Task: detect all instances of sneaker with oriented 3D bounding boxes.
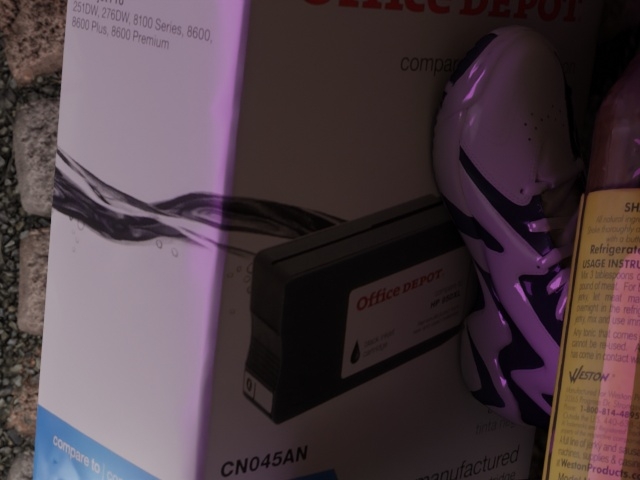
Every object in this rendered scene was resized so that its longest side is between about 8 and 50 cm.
[{"bbox_3d":[0.142,0.010,0.698,0.153,0.094,0.235,25,123,48],"label":"sneaker"}]

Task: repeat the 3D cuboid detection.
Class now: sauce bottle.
[{"bbox_3d":[0.169,0.000,0.595,0.111,0.111,0.345,176,104,-71],"label":"sauce bottle"}]

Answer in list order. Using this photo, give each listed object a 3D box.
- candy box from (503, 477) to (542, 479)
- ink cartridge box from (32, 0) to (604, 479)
[{"bbox_3d":[0.095,0.211,0.705,0.070,0.196,0.165,158,111,-69],"label":"candy box"},{"bbox_3d":[0.000,0.000,0.792,0.166,0.285,0.395,20,109,45],"label":"ink cartridge box"}]
